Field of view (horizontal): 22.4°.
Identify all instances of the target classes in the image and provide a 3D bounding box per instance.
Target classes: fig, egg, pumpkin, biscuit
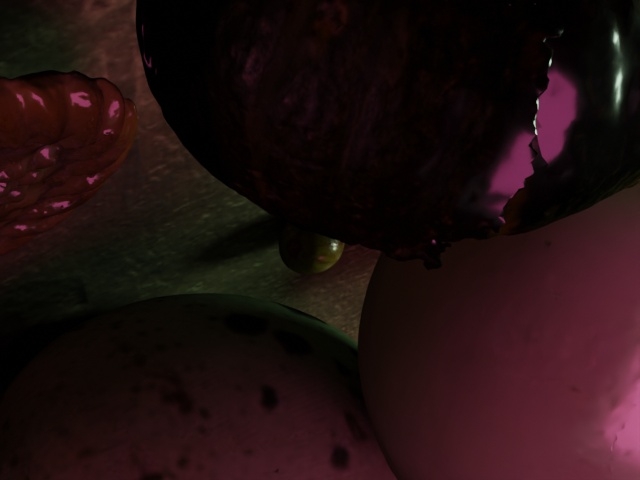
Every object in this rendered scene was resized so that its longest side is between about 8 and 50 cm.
[{"bbox_3d":[0.000,0.000,1.248,0.050,0.050,0.083,-47,165,22],"label":"fig"},{"bbox_3d":[-0.080,0.179,1.188,0.379,0.287,0.287,22,120,-42],"label":"egg"},{"bbox_3d":[0.164,0.059,1.043,0.283,0.283,0.345,-23,147,-18],"label":"egg"},{"bbox_3d":[0.058,-0.127,0.865,0.320,0.320,0.192,-21,127,-22],"label":"pumpkin"},{"bbox_3d":[-0.191,-0.032,0.937,0.187,0.036,0.273,-22,168,-24],"label":"biscuit"}]
